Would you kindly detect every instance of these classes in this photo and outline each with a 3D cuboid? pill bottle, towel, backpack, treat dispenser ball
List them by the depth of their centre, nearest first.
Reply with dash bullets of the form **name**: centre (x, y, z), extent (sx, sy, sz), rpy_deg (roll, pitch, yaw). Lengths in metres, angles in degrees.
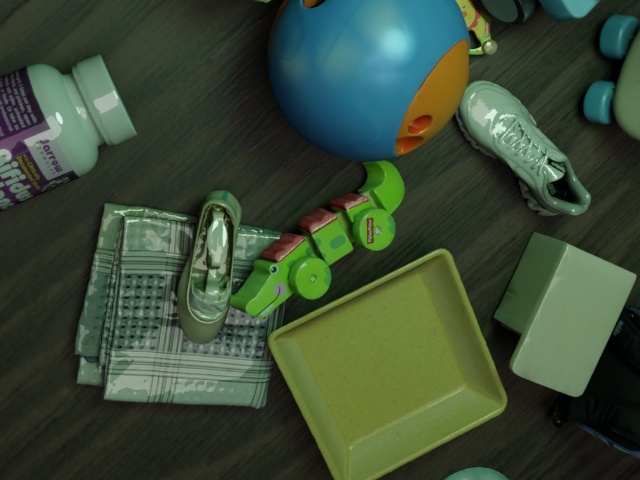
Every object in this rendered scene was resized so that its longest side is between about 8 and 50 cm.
- **pill bottle**: centre (-0.418, -0.143, 1.192), extent (0.302, 0.169, 0.169), rpy_deg (-25, 109, -6)
- **treat dispenser ball**: centre (0.068, -0.256, 1.215), extent (0.288, 0.288, 0.288), rpy_deg (-3, 105, -13)
- **towel**: centre (-0.215, 0.114, 1.369), extent (0.324, 0.056, 0.312), rpy_deg (9, 102, -15)
- **backpack**: centre (0.577, 0.266, 1.490), extent (0.213, 0.263, 0.276), rpy_deg (20, 98, -18)

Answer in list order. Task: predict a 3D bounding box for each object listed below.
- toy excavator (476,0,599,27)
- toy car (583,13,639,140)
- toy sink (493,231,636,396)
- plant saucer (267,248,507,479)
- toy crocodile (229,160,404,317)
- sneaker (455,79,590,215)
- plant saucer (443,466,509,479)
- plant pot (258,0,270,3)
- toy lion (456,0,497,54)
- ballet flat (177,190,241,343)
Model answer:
- **toy excavator**: centre (0.407, -0.411, 1.158), extent (0.222, 0.445, 0.433), rpy_deg (-45, 111, -11)
- **toy car**: centre (0.604, -0.260, 1.422), extent (0.238, 0.219, 0.210), rpy_deg (-1, 107, -43)
- **toy sink**: centre (0.405, 0.126, 1.483), extent (0.153, 0.131, 0.234), rpy_deg (21, 94, -18)
- **plant saucer**: centre (0.113, 0.212, 1.461), extent (0.333, 0.081, 0.332), rpy_deg (-26, 110, -6)
- **toy crocodile**: centre (0.000, 0.000, 1.333), extent (0.340, 0.115, 0.105), rpy_deg (-37, 113, -17)
- **sneaker**: centre (0.337, -0.148, 1.402), extent (0.292, 0.118, 0.110), rpy_deg (42, 94, -18)
- **plant saucer**: centre (0.287, 0.520, 1.608), extent (0.195, 0.037, 0.195), rpy_deg (-4, 105, -13)
- **plant pot**: centre (-0.060, -0.458, 1.147), extent (0.228, 0.227, 0.207), rpy_deg (-29, 112, 11)
- **toy lion**: centre (0.233, -0.347, 1.370), extent (0.096, 0.034, 0.100), rpy_deg (-2, 105, -6)
- **ballet flat**: centre (-0.168, 0.048, 1.305), extent (0.086, 0.086, 0.248), rpy_deg (5, 100, -15)
